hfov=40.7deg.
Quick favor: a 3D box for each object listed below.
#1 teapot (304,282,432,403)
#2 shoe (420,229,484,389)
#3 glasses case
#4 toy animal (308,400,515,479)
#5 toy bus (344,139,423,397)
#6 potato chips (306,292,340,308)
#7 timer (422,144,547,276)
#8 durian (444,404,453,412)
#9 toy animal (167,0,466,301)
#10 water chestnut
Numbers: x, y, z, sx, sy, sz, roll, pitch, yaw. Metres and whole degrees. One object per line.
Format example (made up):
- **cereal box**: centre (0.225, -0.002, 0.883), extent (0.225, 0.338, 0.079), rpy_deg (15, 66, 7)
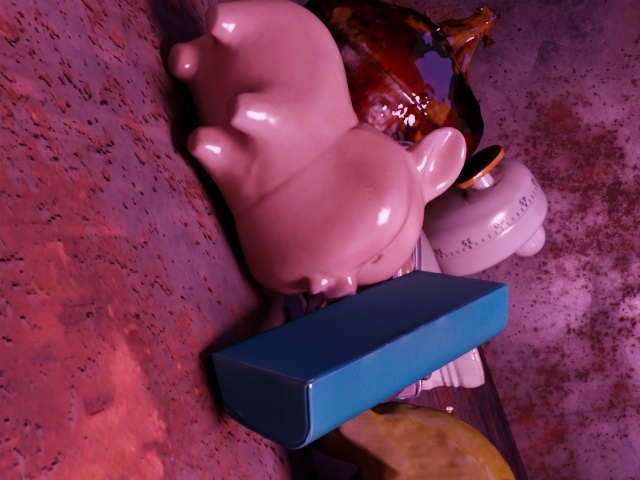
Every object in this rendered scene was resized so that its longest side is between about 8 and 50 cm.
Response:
- **teapot**: centre (0.050, 0.122, 0.957), extent (0.148, 0.146, 0.116), rpy_deg (-97, 162, -45)
- **shoe**: centre (0.111, 0.095, 1.241), extent (0.124, 0.159, 0.316), rpy_deg (65, 1, -51)
- **glasses case**: centre (0.048, 0.097, 0.786), extent (0.301, 0.117, 0.070), rpy_deg (-19, 111, -46)
- **toy animal**: centre (0.082, 0.272, 0.873), extent (0.363, 0.180, 0.181), rpy_deg (98, -14, -68)
- **toy bus**: centre (0.082, 0.037, 1.097), extent (0.138, 0.112, 0.317), rpy_deg (18, 74, -79)
- **potato chips**: centre (0.001, 0.000, 1.132), extent (0.208, 0.062, 0.195), rpy_deg (9, 64, -78)
- **timer**: centre (0.280, -0.026, 1.470), extent (0.240, 0.233, 0.233), rpy_deg (53, 18, -19)
- **durian**: centre (0.155, 0.332, 1.250), extent (0.224, 0.078, 0.140), rpy_deg (-17, 100, -66)
- **toy animal**: centre (-0.020, -0.093, 0.898), extent (0.269, 0.237, 0.326), rpy_deg (11, 59, -42)
- **water chestnut**: centre (0.114, -0.241, 1.279), extent (0.335, 0.347, 0.335), rpy_deg (46, 13, -14)
